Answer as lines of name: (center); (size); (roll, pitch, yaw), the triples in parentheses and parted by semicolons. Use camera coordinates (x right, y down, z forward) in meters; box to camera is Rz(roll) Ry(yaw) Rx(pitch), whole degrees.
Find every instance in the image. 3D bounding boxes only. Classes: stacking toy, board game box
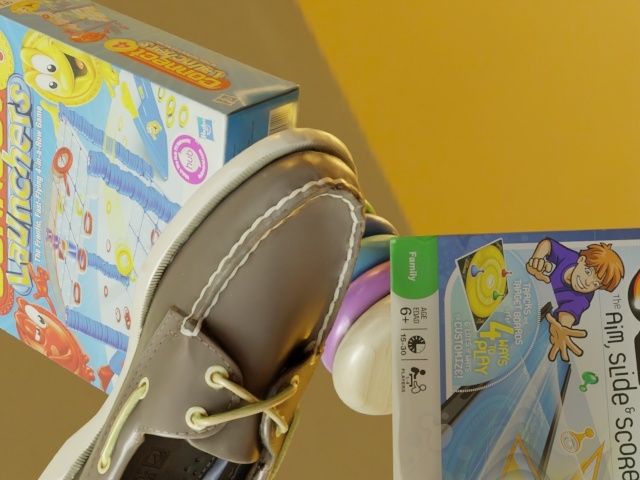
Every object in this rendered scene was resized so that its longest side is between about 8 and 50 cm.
stacking toy: (0.000, 0.000, 1.333); (0.141, 0.330, 0.141); (-22, -40, -20)
board game box: (-0.169, -0.027, 1.238); (0.086, 0.302, 0.308); (-26, -49, -45)
board game box: (0.095, 0.097, 0.528); (0.035, 0.136, 0.201); (33, -125, -76)

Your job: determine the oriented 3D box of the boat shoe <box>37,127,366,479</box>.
boat shoe: (-0.062, 0.092, 0.803); (0.117, 0.096, 0.324); (18, -66, -35)
